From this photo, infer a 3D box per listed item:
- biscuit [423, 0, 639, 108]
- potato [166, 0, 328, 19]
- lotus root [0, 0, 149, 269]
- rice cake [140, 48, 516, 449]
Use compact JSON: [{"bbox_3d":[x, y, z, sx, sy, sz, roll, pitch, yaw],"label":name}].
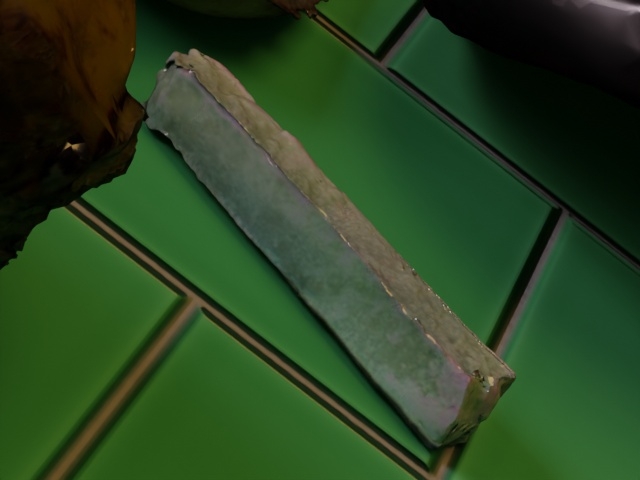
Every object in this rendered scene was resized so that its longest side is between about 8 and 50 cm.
[{"bbox_3d":[0.252,-0.106,0.905,0.407,0.091,0.407,16,14,-4],"label":"biscuit"},{"bbox_3d":[-0.062,-0.161,0.861,0.261,0.100,0.120,-37,117,-69],"label":"potato"},{"bbox_3d":[-0.236,-0.119,0.536,0.397,0.196,0.179,35,30,-9],"label":"lotus root"},{"bbox_3d":[0.000,0.000,0.751,0.211,0.043,0.034,48,29,13],"label":"rice cake"}]
